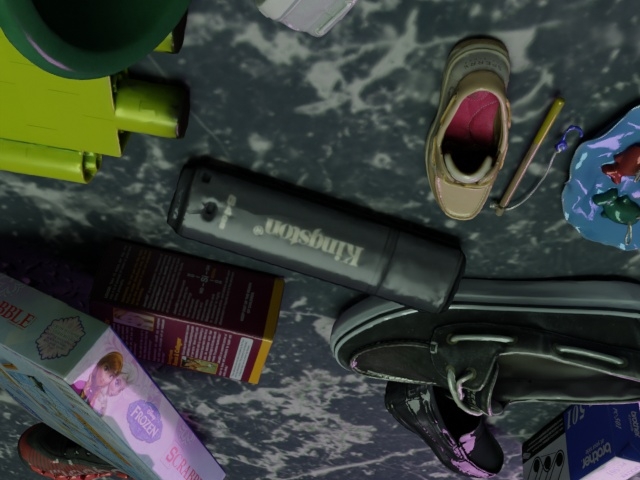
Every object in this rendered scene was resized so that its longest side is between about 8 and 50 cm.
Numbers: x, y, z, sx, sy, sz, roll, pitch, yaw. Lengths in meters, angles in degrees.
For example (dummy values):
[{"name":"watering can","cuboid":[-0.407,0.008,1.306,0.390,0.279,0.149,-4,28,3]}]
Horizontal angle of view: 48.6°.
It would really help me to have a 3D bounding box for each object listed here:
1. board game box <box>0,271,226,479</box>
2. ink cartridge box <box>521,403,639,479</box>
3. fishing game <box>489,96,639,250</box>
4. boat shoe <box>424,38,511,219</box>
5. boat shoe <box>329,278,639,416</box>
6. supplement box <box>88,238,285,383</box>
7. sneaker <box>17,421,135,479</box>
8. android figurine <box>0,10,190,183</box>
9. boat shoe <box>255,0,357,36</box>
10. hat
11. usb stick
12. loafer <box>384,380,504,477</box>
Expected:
[{"name":"board game box","cuboid":[-0.291,0.155,0.795,0.317,0.066,0.319,18,147,29]},{"name":"ink cartridge box","cuboid":[0.317,0.263,0.873,0.046,0.097,0.207,15,140,-7]},{"name":"fishing game","cuboid":[0.289,-0.039,0.568,0.263,0.041,0.189,14,142,-6]},{"name":"boat shoe","cuboid":[0.112,-0.069,0.549,0.062,0.059,0.170,2,139,8]},{"name":"boat shoe","cuboid":[0.164,0.112,0.706,0.334,0.119,0.121,-8,137,20]},{"name":"supplement box","cuboid":[-0.143,0.078,0.755,0.188,0.081,0.104,14,141,-6]},{"name":"sneaker","cuboid":[-0.305,0.294,1.030,0.275,0.098,0.135,7,140,-1]},{"name":"android figurine","cuboid":[-0.237,-0.146,0.533,0.272,0.056,0.248,9,140,-3]},{"name":"boat shoe","cuboid":[0.032,-0.187,0.427,0.063,0.066,0.184,22,139,-31]},{"name":"hat","cuboid":[-0.178,-0.226,0.414,0.183,0.173,0.209,29,112,19]},{"name":"usb stick","cuboid":[0.000,0.000,0.655,0.277,0.045,0.077,18,113,-9]},{"name":"loafer","cuboid":[0.169,0.232,0.880,0.078,0.076,0.223,-19,129,40]}]
